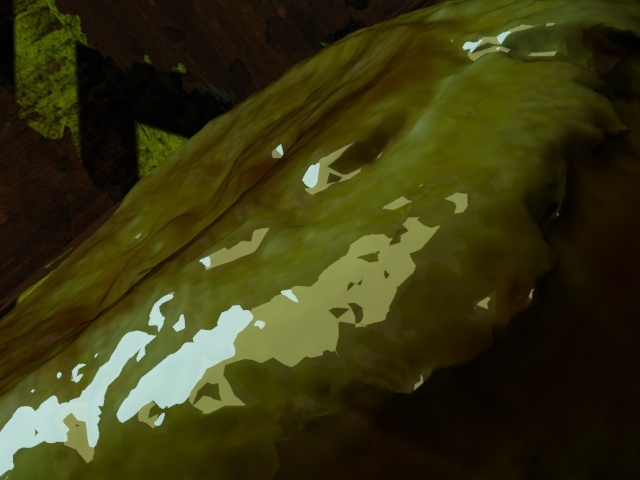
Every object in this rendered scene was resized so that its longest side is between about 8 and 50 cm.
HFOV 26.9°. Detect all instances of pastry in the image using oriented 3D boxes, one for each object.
[{"bbox_3d":[0.003,0.040,0.491,0.356,0.163,0.356,-32,16,10],"label":"pastry"}]
